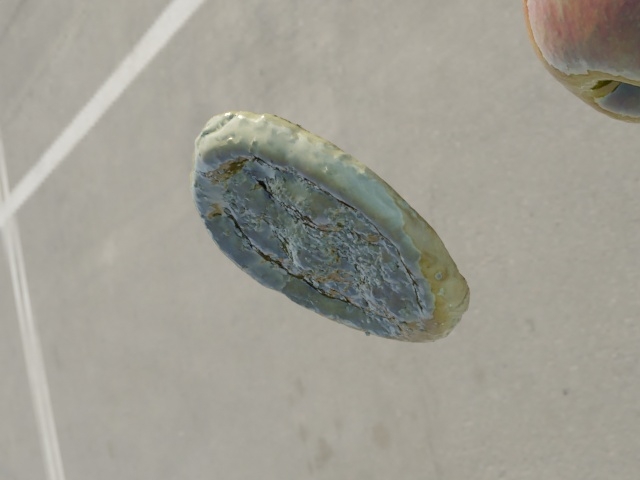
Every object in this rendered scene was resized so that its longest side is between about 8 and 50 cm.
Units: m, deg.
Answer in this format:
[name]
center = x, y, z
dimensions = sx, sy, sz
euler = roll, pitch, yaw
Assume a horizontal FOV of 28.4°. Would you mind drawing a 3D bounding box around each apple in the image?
[apple]
center = 0.363, -0.256, 1.370
dimensions = 0.301, 0.302, 0.301
euler = 31, 125, 58

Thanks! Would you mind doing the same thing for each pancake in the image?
[pancake]
center = 0.000, 0.000, 0.609
dimensions = 0.158, 0.028, 0.158
euler = 28, 153, 16
